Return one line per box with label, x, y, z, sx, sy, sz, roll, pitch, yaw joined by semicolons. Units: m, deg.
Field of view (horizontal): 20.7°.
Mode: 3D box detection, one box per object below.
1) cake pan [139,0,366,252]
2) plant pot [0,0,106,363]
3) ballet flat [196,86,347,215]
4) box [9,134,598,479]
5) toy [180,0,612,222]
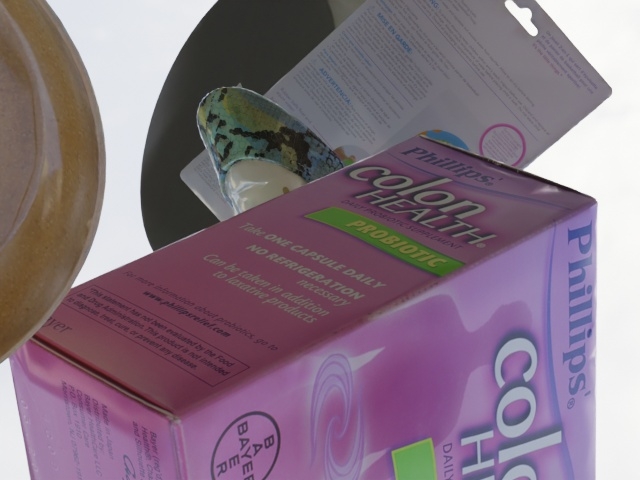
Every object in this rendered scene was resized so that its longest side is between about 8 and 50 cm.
cake pan;-0.048;-0.084;1.353;0.054;0.293;0.293;20;-165;-34
plant pot;-0.190;-0.029;0.577;0.236;0.236;0.032;-15;-141;0
ballet flat;0.000;0.000;0.919;0.070;0.188;0.070;-43;-167;13
box;0.004;0.100;0.780;0.243;0.213;0.117;-25;-146;-37
toy;0.045;-0.068;1.067;0.237;0.137;0.056;-41;-178;17
